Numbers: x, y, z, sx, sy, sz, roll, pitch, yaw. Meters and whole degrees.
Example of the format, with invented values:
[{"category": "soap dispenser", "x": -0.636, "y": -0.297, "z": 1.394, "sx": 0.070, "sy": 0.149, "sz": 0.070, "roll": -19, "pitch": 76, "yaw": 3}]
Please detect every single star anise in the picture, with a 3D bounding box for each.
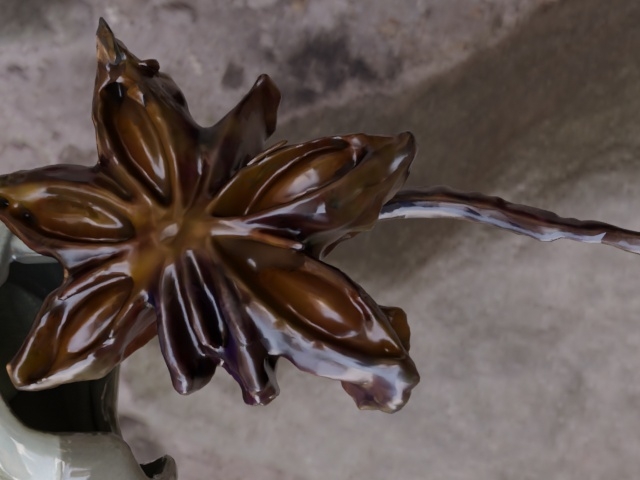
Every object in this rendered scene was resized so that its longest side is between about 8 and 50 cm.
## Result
[{"category": "star anise", "x": 0.000, "y": 0.000, "z": 0.429, "sx": 0.191, "sy": 0.097, "sz": 0.070, "roll": 4, "pitch": 168, "yaw": 9}]

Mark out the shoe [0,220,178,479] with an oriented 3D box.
[{"category": "shoe", "x": -0.139, "y": 0.016, "z": 0.628, "sx": 0.159, "sy": 0.316, "sz": 0.124, "roll": -32, "pitch": 151, "yaw": 12}]
